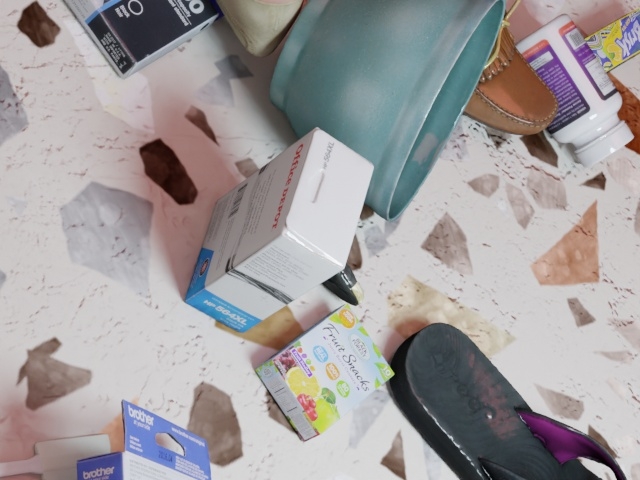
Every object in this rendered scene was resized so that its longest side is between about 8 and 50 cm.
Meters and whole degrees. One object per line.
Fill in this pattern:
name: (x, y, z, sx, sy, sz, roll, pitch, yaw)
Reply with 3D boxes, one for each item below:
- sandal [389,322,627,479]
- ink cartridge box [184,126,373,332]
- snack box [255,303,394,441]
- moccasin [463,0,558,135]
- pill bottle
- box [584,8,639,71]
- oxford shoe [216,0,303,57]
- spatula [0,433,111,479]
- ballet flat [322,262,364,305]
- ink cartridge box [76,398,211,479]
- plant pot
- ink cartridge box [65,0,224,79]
sandal: (0.263, 0.273, 1.951, 0.446, 0.107, 0.167, 44, 49, -12)
ink cartridge box: (-0.045, -0.008, 1.785, 0.086, 0.203, 0.148, 32, 53, -21)
snack box: (0.006, 0.147, 1.861, 0.141, 0.037, 0.100, -34, 92, -43)
moccasin: (0.177, -0.295, 2.134, 0.380, 0.147, 0.139, 53, 48, -5)
pill bottle: (0.339, -0.199, 2.240, 0.108, 0.108, 0.193, -33, 91, -42)
box: (0.410, -0.273, 2.367, 0.169, 0.054, 0.059, -31, 89, -43)
oxford shoe: (-0.115, -0.389, 1.979, 0.141, 0.146, 0.397, 0, 50, -19)
spatula: (-0.286, 0.277, 1.585, 0.242, 0.019, 0.168, -3, 72, -39)
ballet flat: (0.000, 0.000, 1.912, 0.049, 0.057, 0.173, -36, 91, -29)
ink cartridge box: (-0.160, 0.324, 1.580, 0.186, 0.065, 0.311, 38, 45, -59)
plant pot: (0.064, -0.195, 1.937, 0.196, 0.293, 0.293, 28, 49, 8)
ink cartridge box: (-0.214, -0.316, 1.913, 0.206, 0.045, 0.208, 54, 46, -4)
